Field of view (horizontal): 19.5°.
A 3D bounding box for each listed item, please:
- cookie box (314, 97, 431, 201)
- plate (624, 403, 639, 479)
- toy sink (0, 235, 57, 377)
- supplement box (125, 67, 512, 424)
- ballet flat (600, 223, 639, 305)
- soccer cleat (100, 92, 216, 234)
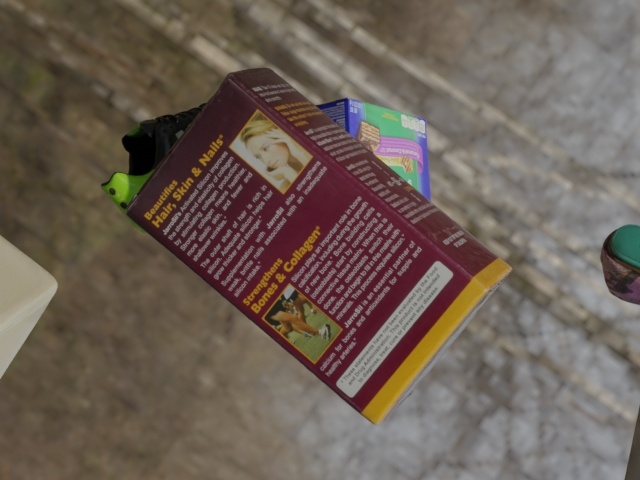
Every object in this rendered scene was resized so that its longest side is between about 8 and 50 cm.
[{"bbox_3d":[0.034,-0.034,1.250,0.040,0.092,0.107,-11,-103,38],"label":"cookie box"},{"bbox_3d":[0.362,0.163,1.361,0.045,0.278,0.277,126,-15,-57],"label":"plate"},{"bbox_3d":[-0.255,0.055,0.857,0.131,0.153,0.234,-55,176,23],"label":"toy sink"},{"bbox_3d":[0.000,0.000,1.056,0.104,0.188,0.081,-52,172,16],"label":"supplement box"},{"bbox_3d":[0.340,0.049,1.568,0.077,0.221,0.079,-54,149,-32],"label":"ballet flat"},{"bbox_3d":[-0.107,-0.075,1.429,0.060,0.072,0.179,-36,-163,40],"label":"soccer cleat"}]
